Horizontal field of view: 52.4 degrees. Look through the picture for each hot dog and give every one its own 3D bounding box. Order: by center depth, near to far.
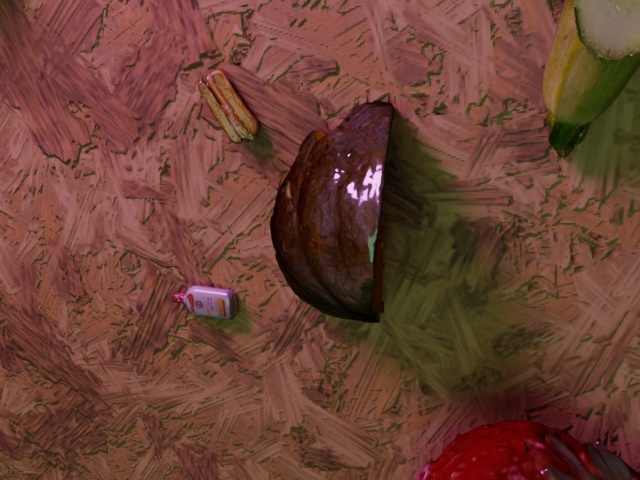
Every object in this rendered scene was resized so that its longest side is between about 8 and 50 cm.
[{"bbox_3d":[-0.094,-0.138,0.676,0.037,0.021,0.083,-29,99,9],"label":"hot dog"}]

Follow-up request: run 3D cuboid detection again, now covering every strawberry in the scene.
[{"bbox_3d":[0.200,0.345,0.650,0.291,0.292,0.310,34,115,3],"label":"strawberry"}]

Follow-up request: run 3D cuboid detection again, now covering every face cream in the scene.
[{"bbox_3d":[-0.143,0.075,0.798,0.083,0.021,0.040,5,116,20],"label":"face cream"}]

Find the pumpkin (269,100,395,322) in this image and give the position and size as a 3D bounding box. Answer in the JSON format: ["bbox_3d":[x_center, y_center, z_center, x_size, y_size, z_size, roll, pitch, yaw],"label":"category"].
[{"bbox_3d":[0.000,0.000,0.636,0.130,0.149,0.254,7,118,9],"label":"pumpkin"}]

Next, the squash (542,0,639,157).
[{"bbox_3d":[0.222,-0.151,0.513,0.090,0.075,0.200,6,121,-11],"label":"squash"}]
